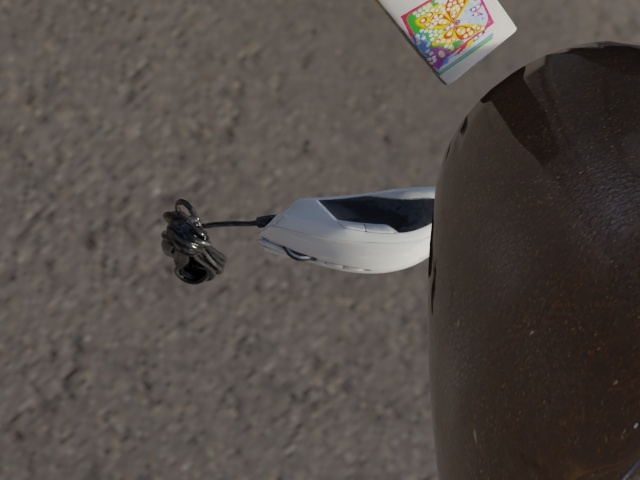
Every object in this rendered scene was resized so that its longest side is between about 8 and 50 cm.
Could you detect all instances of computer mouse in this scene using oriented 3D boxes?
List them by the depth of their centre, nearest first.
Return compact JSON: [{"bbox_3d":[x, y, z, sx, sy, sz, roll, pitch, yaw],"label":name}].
[{"bbox_3d":[0.000,0.000,1.144,0.193,0.106,0.042,-5,73,-7],"label":"computer mouse"}]

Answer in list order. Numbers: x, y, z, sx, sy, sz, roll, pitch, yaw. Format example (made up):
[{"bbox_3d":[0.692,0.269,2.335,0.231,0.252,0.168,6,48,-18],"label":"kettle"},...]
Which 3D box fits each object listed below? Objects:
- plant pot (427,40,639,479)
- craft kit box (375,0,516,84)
[{"bbox_3d":[0.119,0.039,0.573,0.215,0.215,0.230,29,22,-32],"label":"plant pot"},{"bbox_3d":[-0.021,-0.228,0.970,0.246,0.061,0.250,37,16,-54],"label":"craft kit box"}]
